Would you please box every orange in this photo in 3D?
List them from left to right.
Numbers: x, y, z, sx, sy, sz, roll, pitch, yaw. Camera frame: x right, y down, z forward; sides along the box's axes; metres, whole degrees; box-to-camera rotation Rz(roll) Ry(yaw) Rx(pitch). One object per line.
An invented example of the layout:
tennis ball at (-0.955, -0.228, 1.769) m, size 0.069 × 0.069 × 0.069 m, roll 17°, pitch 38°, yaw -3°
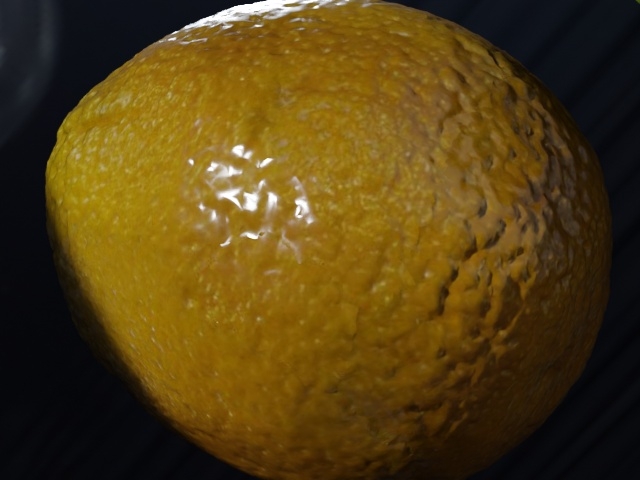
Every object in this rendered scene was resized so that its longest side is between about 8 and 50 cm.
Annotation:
orange at (0.000, 0.000, 1.255) m, size 0.357 × 0.322 × 0.322 m, roll 19°, pitch -173°, yaw 22°

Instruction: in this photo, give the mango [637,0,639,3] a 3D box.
mango at (0.378, -0.254, 1.615) m, size 0.343 × 0.156 × 0.192 m, roll 9°, pitch 125°, yaw 49°
